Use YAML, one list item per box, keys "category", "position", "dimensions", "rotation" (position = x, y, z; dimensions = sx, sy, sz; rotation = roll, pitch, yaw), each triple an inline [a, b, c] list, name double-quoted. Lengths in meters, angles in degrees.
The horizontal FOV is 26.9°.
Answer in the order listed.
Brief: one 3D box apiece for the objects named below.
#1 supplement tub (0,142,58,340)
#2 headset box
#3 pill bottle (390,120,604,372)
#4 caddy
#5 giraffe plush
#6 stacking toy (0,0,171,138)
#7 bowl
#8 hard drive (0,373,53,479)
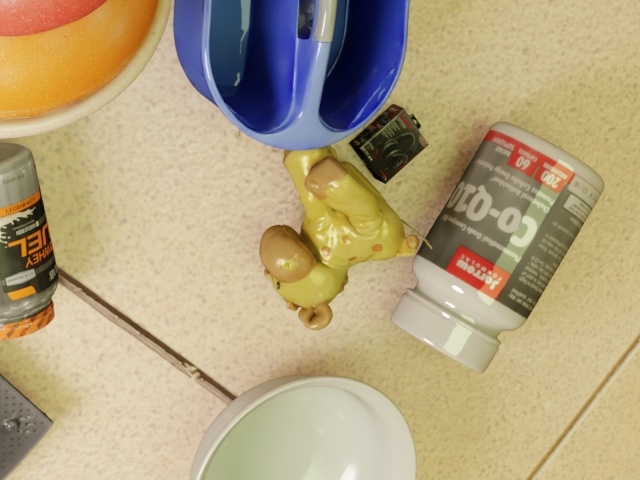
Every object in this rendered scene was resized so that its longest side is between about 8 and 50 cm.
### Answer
- category: "supplement tub"
  position: [-0.343, 0.002, 1.406]
  dimensions: [0.117, 0.117, 0.190]
  rotation: [-17, 113, -21]
- category: "headset box"
  position: [0.087, -0.120, 1.627]
  dimensions: [0.083, 0.032, 0.062]
  rotation: [-41, 119, -8]
- category: "pill bottle"
  position: [0.215, 0.011, 1.656]
  dimensions: [0.161, 0.161, 0.283]
  rotation: [29, 91, -30]
- category: "caddy"
  position: [-0.025, -0.271, 1.441]
  dimensions: [0.241, 0.179, 0.341]
  rotation: [-4, 108, -24]
- category: "giraffe plush"
  position: [0.000, 0.000, 1.552]
  dimensions: [0.210, 0.181, 0.170]
  rotation: [43, 97, -13]
- category: "stacking toy"
  position: [-0.270, -0.324, 1.091]
  dimensions: [0.351, 0.480, 0.350]
  rotation: [5, 69, -13]
- category: "bowl"
  position: [-0.042, 0.283, 1.633]
  dimensions: [0.298, 0.134, 0.297]
  rotation: [-8, 108, -24]
- category: "hard drive"
  position: [-0.440, 0.236, 1.467]
  dimensions: [0.255, 0.054, 0.172]
  rotation: [-44, 120, -6]
